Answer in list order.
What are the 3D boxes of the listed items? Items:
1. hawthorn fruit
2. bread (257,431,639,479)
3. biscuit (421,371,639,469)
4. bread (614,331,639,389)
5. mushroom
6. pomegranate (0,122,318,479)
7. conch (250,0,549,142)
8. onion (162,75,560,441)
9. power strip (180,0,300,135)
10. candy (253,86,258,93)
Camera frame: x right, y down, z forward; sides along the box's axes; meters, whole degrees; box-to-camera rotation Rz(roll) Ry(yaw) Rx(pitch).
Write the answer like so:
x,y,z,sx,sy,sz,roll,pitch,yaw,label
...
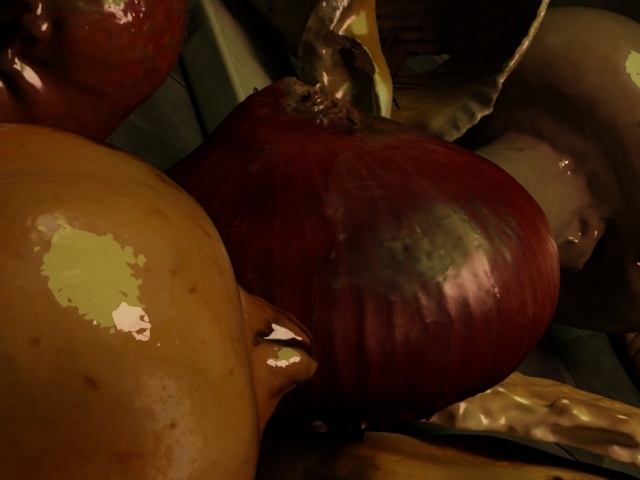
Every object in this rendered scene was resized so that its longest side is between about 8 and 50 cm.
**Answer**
x,y,z,sx,sy,sz,roll,pitch,yaw,label
-0.176,-0.141,0.909,0.210,0.210,0.262,41,12,-16,hawthorn fruit
0.083,0.160,0.988,0.142,0.091,0.305,8,-3,33,bread
0.122,0.104,1.078,0.309,0.040,0.204,14,0,-8,biscuit
0.412,0.124,1.694,0.253,0.142,0.227,27,20,-39,bread
0.180,-0.028,1.420,0.292,0.292,0.290,48,51,2,mushroom
-0.113,0.061,0.639,0.209,0.209,0.209,40,21,-18,pomegranate
0.066,-0.204,1.364,0.186,0.263,0.324,10,68,-69,conch
0.001,0.011,0.921,0.248,0.248,0.161,-103,178,-55,onion
-0.054,-0.115,1.335,0.106,0.043,0.367,32,24,-36,power strip
0.021,-0.001,1.163,0.203,0.078,0.141,27,51,-38,candy
